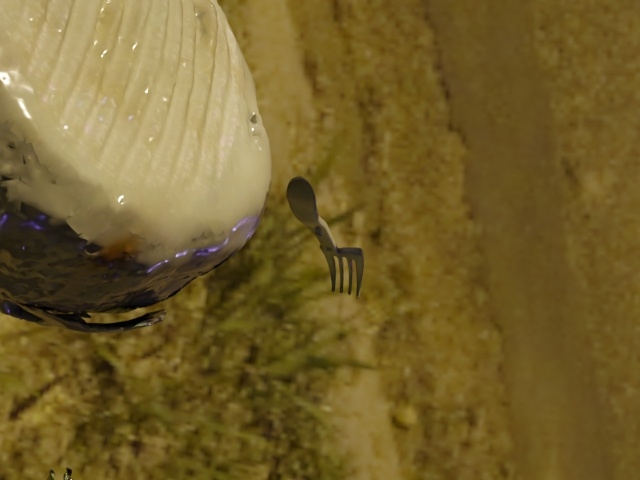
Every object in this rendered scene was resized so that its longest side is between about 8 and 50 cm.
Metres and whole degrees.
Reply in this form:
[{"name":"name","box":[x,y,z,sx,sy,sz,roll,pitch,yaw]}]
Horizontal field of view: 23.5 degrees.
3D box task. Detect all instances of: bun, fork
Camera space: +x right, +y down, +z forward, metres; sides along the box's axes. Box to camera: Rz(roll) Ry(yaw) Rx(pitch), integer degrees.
[{"name":"bun","box":[-0.129,-0.067,0.704,0.239,0.141,0.239,38,40,-39]},{"name":"fork","box":[0.002,-0.006,1.132,0.219,0.034,0.028,62,48,-67]}]

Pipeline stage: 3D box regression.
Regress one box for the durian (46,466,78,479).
[{"name":"durian","box":[-0.159,0.315,1.086,0.198,0.163,0.394,-100,-168,-52]}]
